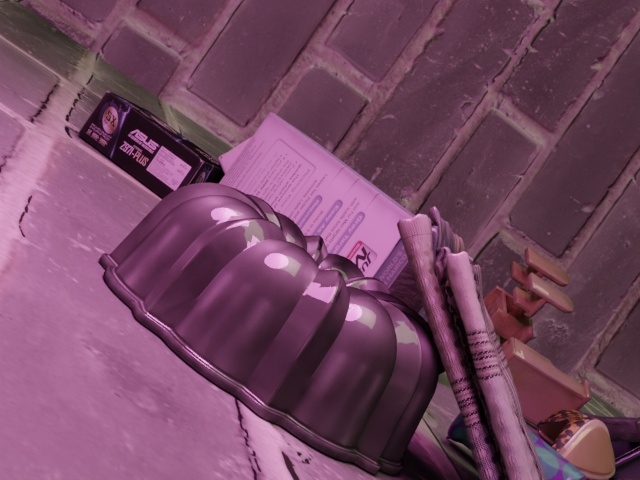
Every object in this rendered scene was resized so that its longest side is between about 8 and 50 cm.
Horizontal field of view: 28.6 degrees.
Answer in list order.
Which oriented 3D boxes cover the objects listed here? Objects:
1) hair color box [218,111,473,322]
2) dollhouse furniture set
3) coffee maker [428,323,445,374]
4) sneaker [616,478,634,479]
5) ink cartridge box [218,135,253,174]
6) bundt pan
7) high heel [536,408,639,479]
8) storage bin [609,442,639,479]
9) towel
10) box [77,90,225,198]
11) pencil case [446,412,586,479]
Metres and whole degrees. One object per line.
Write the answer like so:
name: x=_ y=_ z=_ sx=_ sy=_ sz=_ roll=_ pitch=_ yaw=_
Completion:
hair color box: x=0.000 y=0.000 z=1.521 sx=0.113 sy=0.185 sz=0.374 roll=33 pitch=5 yaw=-36
dollhouse furniture set: x=0.348 y=0.180 z=2.107 sx=0.161 sy=0.212 sz=0.242 roll=32 pitch=32 yaw=-16
coffee maker: x=0.125 y=0.122 z=1.767 sx=0.178 sy=0.120 sz=0.171 roll=29 pitch=31 yaw=-43
sneaker: x=0.414 y=0.372 z=1.484 sx=0.221 sy=0.083 sz=0.087 roll=45 pitch=-4 yaw=37
ink cartridge box: x=-0.012 y=-0.036 z=1.844 sx=0.198 sy=0.114 sz=0.273 roll=64 pitch=15 yaw=20
bundt pan: x=-0.026 y=0.061 z=1.120 sx=0.331 sy=0.124 sz=0.331 roll=35 pitch=5 yaw=-4
high heel: x=0.354 y=0.306 z=1.871 sx=0.186 sy=0.093 sz=0.261 roll=-8 pitch=-1 yaw=41
storage bin: x=0.471 y=0.354 z=1.961 sx=0.091 sy=0.098 sz=0.135 roll=62 pitch=1 yaw=-7
towel: x=0.164 y=0.129 z=1.195 sx=0.312 sy=0.056 sz=0.324 roll=20 pitch=50 yaw=-76
box: x=-0.231 y=-0.122 z=1.786 sx=0.180 sy=0.077 sz=0.147 roll=36 pitch=4 yaw=14
pencil case: x=0.214 y=0.238 z=1.379 sx=0.151 sy=0.070 sz=0.064 roll=39 pitch=41 yaw=17
